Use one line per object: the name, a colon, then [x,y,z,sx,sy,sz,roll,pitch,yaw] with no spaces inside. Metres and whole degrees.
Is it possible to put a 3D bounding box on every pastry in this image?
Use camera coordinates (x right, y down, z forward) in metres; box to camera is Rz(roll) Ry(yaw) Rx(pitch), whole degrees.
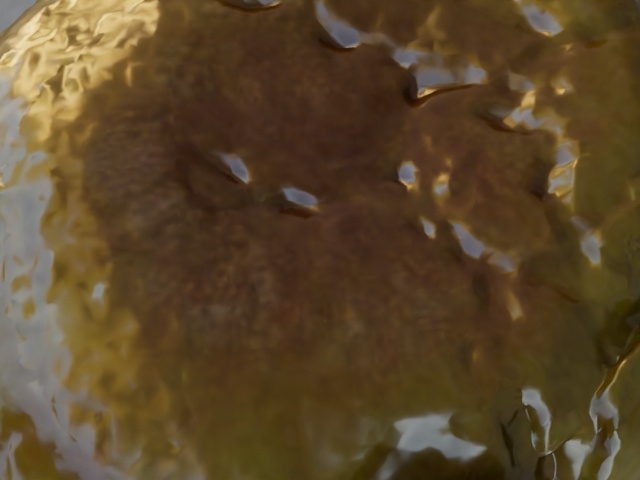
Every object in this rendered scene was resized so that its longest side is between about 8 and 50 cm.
pastry: [0.000,0.000,0.773,0.356,0.356,0.164,56,176,17]
